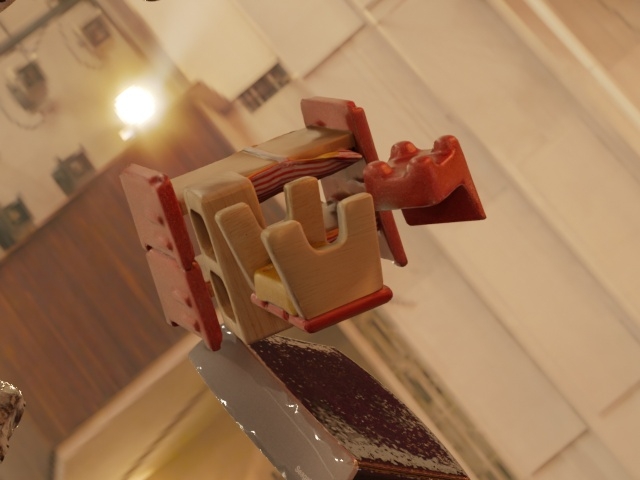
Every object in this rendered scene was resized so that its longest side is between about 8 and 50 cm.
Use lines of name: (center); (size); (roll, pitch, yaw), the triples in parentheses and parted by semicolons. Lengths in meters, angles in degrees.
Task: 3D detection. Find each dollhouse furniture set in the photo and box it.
dollhouse furniture set: (0.000, 0.000, 0.995); (0.201, 0.152, 0.374); (-23, 18, -19)

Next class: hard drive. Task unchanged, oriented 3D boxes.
hard drive: (0.009, 0.152, 1.079); (0.172, 0.254, 0.054); (16, -75, -36)

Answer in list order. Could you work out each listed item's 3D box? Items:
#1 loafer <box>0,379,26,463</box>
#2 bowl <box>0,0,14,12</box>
loafer: (-0.273, 0.140, 0.962); (0.076, 0.078, 0.223); (-56, 10, 2)
bowl: (-0.271, -0.228, 0.854); (0.170, 0.170, 0.080); (-40, -2, 4)
